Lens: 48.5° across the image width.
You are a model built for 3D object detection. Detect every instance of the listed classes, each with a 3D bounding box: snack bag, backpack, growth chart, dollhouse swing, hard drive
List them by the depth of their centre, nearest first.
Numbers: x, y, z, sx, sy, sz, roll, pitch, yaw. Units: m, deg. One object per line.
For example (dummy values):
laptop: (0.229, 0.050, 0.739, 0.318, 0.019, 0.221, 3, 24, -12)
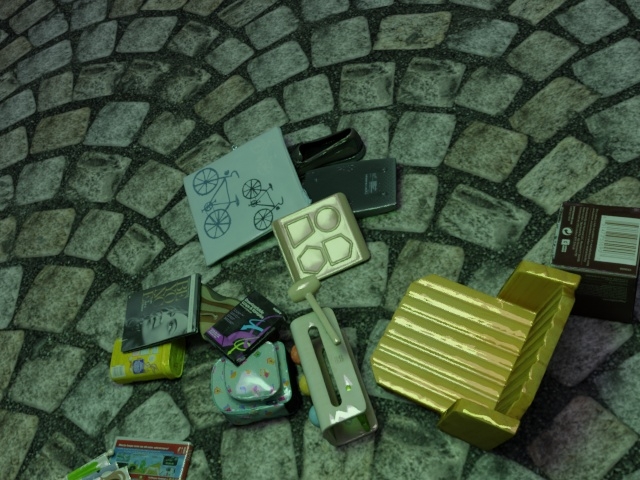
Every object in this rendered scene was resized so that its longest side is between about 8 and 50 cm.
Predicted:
dollhouse swing: (0.294, 0.193, 1.464, 0.305, 0.315, 0.347, 28, 69, 11)
growth chart: (-0.484, 0.587, 1.597, 0.172, 0.021, 0.237, -34, 53, -6)
backpack: (-0.156, 0.325, 1.615, 0.188, 0.144, 0.166, -19, 56, 9)
hard drive: (0.082, -0.131, 1.897, 0.254, 0.054, 0.172, -7, 55, 15)
snack bag: (-0.209, -0.131, 1.969, 0.342, 0.037, 0.323, -29, 57, 11)

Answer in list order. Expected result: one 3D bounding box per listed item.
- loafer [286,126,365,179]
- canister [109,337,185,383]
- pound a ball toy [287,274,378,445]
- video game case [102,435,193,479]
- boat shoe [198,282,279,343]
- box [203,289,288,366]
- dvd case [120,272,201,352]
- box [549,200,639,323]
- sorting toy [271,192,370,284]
loafer: (-0.029, -0.248, 1.992, 0.302, 0.095, 0.109, -15, 53, 10)
canister: (-0.434, 0.291, 1.782, 0.169, 0.073, 0.126, -10, 54, 15)
pound a ball toy: (-0.001, 0.264, 1.559, 0.135, 0.208, 0.319, -23, 53, 3)
video game case: (-0.413, 0.589, 1.598, 0.204, 0.025, 0.285, -1, 57, 19)
boat shoe: (-0.241, 0.203, 1.755, 0.324, 0.122, 0.120, 19, 70, 39)
box: (-0.169, 0.195, 1.613, 0.162, 0.029, 0.116, -41, 50, -22)
dvd case: (-0.396, 0.180, 1.768, 0.221, 0.018, 0.165, -17, 53, 19)
box: (0.583, 0.047, 1.499, 0.167, 0.203, 0.169, 7, 59, 24)
sorting toy: (0.000, 0.000, 1.818, 0.208, 0.038, 0.193, -22, 75, 2)
